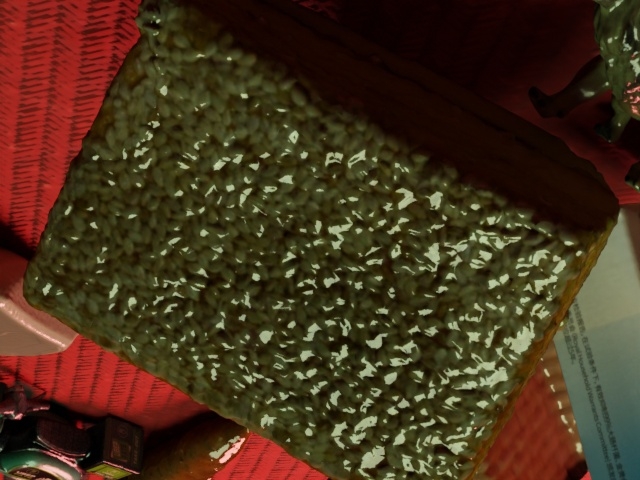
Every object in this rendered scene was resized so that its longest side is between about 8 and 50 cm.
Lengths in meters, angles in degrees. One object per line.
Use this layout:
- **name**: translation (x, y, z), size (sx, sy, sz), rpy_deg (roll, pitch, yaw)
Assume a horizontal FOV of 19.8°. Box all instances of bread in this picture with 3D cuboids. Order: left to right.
- **bread**: translation (0.000, 0.000, 0.851), size (0.234, 0.110, 0.184), rpy_deg (30, 119, 8)

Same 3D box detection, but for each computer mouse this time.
- **computer mouse**: translation (-0.214, 0.036, 1.192), size (0.089, 0.056, 0.181), rpy_deg (1, 163, 20)

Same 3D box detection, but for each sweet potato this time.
- **sweet potato**: translation (-0.121, 0.193, 1.499), size (0.067, 0.067, 0.274), rpy_deg (20, 148, -22)

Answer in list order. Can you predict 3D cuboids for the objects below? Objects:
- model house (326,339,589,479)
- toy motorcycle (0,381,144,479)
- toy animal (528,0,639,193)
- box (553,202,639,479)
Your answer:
- **model house**: translation (0.069, 0.058, 1.017), size (0.166, 0.183, 0.172), rpy_deg (-5, 114, 33)
- **toy motorcycle**: translation (-0.234, 0.152, 1.456), size (0.173, 0.058, 0.100), rpy_deg (26, 143, -36)
- **toy animal**: translation (0.147, -0.059, 0.839), size (0.069, 0.086, 0.220), rpy_deg (44, 171, 20)
- **box**: translation (0.197, 0.077, 0.926), size (0.139, 0.194, 0.073), rpy_deg (-7, 169, -40)
